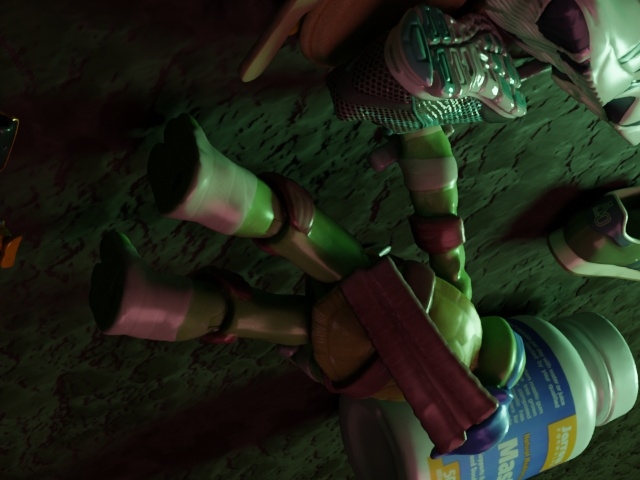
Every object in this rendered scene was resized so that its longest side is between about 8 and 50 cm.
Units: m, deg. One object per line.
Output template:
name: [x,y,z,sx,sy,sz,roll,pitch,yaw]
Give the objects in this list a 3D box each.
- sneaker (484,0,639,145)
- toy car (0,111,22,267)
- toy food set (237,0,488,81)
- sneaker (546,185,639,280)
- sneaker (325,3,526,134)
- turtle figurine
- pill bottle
sneaker: [0.191,-0.150,0.646,0.153,0.094,0.235,-51,149,10]
toy car: [-0.185,-0.025,0.564,0.060,0.040,0.122,-36,158,-36]
toy food set: [0.040,-0.142,0.596,0.192,0.039,0.132,-15,156,-47]
sneaker: [0.298,-0.010,1.018,0.192,0.064,0.086,-1,146,-38]
sneaker: [0.060,-0.090,0.635,0.076,0.065,0.166,-23,168,29]
turtle figurine: [0.000,0.000,0.720,0.266,0.275,0.198,17,154,-29]
pill bottle: [0.167,0.161,1.091,0.272,0.152,0.152,-16,150,-22]
